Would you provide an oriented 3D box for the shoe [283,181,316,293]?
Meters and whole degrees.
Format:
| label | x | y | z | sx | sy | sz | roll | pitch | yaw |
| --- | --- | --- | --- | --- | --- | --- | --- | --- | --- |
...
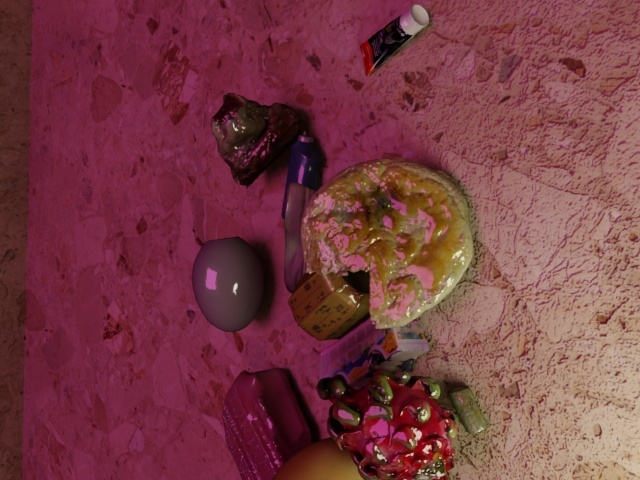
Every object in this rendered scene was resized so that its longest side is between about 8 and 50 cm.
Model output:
| label | x | y | z | sx | sy | sz | roll | pitch | yaw |
| --- | --- | --- | --- | --- | --- | --- | --- | --- | --- |
| shoe | 0.000 | 0.000 | 1.623 | 0.316 | 0.160 | 0.124 | 89 | -178 | -52 |

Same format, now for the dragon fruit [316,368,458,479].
| label | x | y | z | sx | sy | sz | roll | pitch | yaw |
| --- | --- | --- | --- | --- | --- | --- | --- | --- | --- |
| dragon fruit | 0.111 | 0.335 | 1.352 | 0.273 | 0.198 | 0.218 | -8 | 126 | 25 |

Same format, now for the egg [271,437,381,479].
| label | x | y | z | sx | sy | sz | roll | pitch | yaw |
| --- | --- | --- | --- | --- | --- | --- | --- | --- | --- |
| egg | 0.011 | 0.539 | 1.511 | 0.250 | 0.250 | 0.322 | 40 | 114 | 42 |

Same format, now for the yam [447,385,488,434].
| label | x | y | z | sx | sy | sz | roll | pitch | yaw |
| --- | --- | --- | --- | --- | --- | --- | --- | --- | --- |
| yam | 0.264 | 0.302 | 1.358 | 0.043 | 0.043 | 0.094 | -45 | 58 | 42 |

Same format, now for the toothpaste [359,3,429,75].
| label | x | y | z | sx | sy | sz | roll | pitch | yaw |
| --- | --- | --- | --- | --- | --- | --- | --- | --- | --- |
| toothpaste | 0.138 | -0.395 | 1.493 | 0.193 | 0.045 | 0.071 | -24 | 73 | 55 |

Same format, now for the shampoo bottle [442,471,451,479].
| label | x | y | z | sx | sy | sz | roll | pitch | yaw |
| --- | --- | --- | --- | --- | --- | --- | --- | --- | --- |
| shampoo bottle | 0.185 | 0.415 | 1.441 | 0.102 | 0.064 | 0.260 | -35 | 65 | 36 |

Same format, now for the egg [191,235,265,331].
| label | x | y | z | sx | sy | sz | roll | pitch | yaw |
| --- | --- | --- | --- | --- | --- | --- | --- | --- | --- |
| egg | -0.223 | 0.107 | 1.841 | 0.176 | 0.176 | 0.231 | 3 | 100 | 51 |

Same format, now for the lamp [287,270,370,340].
| label | x | y | z | sx | sy | sz | roll | pitch | yaw |
| --- | --- | --- | --- | --- | --- | --- | --- | --- | --- |
| lamp | 0.031 | 0.113 | 1.552 | 0.185 | 0.161 | 0.161 | -50 | 55 | 41 |

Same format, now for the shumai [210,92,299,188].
| label | x | y | z | sx | sy | sz | roll | pitch | yaw |
| --- | --- | --- | --- | --- | --- | --- | --- | --- | --- |
| shumai | -0.167 | -0.256 | 1.747 | 0.185 | 0.184 | 0.218 | 46 | 155 | -4 |

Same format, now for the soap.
| label | x | y | z | sx | sy | sz | roll | pitch | yaw |
| --- | --- | --- | --- | --- | --- | --- | --- | --- | --- |
| soap | -0.120 | 0.461 | 1.766 | 0.220 | 0.127 | 0.324 | -57 | 50 | 34 |

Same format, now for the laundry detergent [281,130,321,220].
| label | x | y | z | sx | sy | sz | roll | pitch | yaw |
| --- | --- | --- | --- | --- | --- | --- | --- | --- | --- |
| laundry detergent | -0.041 | -0.142 | 1.703 | 0.097 | 0.061 | 0.206 | 24 | 109 | 61 |

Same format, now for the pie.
| label | x | y | z | sx | sy | sz | roll | pitch | yaw |
| --- | --- | --- | --- | --- | --- | --- | --- | --- | --- |
| pie | 0.120 | -0.010 | 1.398 | 0.338 | 0.075 | 0.337 | -2 | 84 | 21 |

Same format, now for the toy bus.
| label | x | y | z | sx | sy | sz | roll | pitch | yaw |
| --- | --- | --- | --- | --- | --- | --- | --- | --- | --- |
| toy bus | 0.098 | 0.233 | 1.522 | 0.274 | 0.090 | 0.112 | -41 | 54 | 44 |
